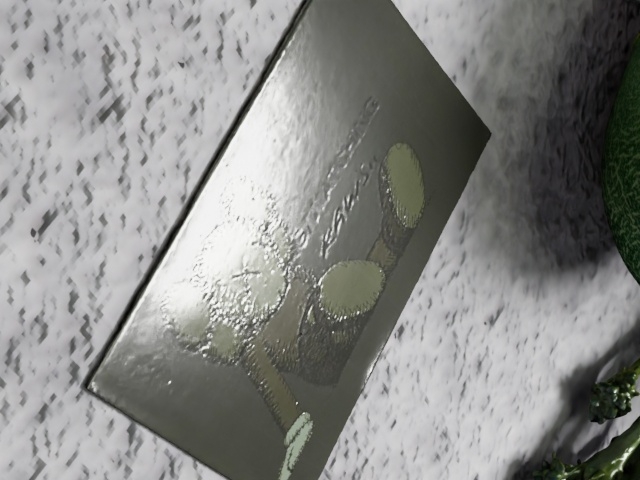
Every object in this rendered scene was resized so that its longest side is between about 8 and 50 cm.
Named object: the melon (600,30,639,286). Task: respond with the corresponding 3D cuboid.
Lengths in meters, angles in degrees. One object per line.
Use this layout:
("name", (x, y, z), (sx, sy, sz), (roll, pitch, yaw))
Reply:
("melon", (0.233, -0.060, 0.534), (0.287, 0.182, 0.182), (-52, 132, -28))

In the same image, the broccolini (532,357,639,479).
("broccolini", (0.212, 0.029, 0.637), (0.074, 0.079, 0.392), (52, 54, -28))

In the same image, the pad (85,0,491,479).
("pad", (0.000, 0.000, 0.433), (0.127, 0.004, 0.190), (43, 68, -43))
